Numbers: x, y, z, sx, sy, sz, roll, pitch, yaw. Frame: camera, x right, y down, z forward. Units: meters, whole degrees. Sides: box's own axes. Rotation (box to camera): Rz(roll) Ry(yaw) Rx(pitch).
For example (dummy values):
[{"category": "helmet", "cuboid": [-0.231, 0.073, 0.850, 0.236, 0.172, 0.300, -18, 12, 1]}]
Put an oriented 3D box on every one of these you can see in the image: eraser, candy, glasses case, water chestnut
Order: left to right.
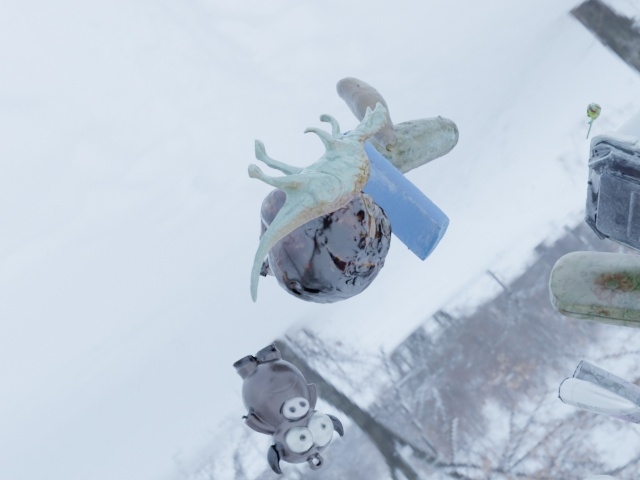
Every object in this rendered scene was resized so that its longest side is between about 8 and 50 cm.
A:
[{"category": "water chestnut", "cuboid": [0.000, 0.000, 1.856, 0.289, 0.244, 0.289, -22, 122, -42]}, {"category": "eraser", "cuboid": [0.151, -0.101, 2.038, 0.042, 0.312, 0.144, -36, 162, -31]}, {"category": "candy", "cuboid": [0.669, -0.293, 2.266, 0.123, 0.035, 0.035, 83, 29, -56]}, {"category": "glasses case", "cuboid": [0.672, 0.105, 1.818, 0.098, 0.425, 0.156, 72, 31, -46]}]

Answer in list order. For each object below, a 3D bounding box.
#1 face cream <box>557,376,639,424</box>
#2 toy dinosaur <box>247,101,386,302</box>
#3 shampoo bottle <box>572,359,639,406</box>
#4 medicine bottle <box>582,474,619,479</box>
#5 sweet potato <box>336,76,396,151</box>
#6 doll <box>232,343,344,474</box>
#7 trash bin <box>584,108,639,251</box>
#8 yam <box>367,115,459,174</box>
[{"category": "face cream", "cuboid": [0.559, 0.315, 1.763, 0.058, 0.092, 0.243, -61, -158, -9]}, {"category": "toy dinosaur", "cuboid": [-0.035, -0.086, 1.499, 0.092, 0.205, 0.393, 97, 13, -70]}, {"category": "shampoo bottle", "cuboid": [0.727, 0.367, 2.246, 0.072, 0.214, 0.072, -63, 174, -13]}, {"category": "medicine bottle", "cuboid": [0.635, 0.678, 1.977, 0.130, 0.341, 0.130, -3, 149, -2]}, {"category": "sweet potato", "cuboid": [0.108, -0.264, 1.863, 0.077, 0.244, 0.077, -16, 133, -18]}, {"category": "doll", "cuboid": [-0.065, 0.328, 1.779, 0.182, 0.257, 0.117, -22, 159, -32]}, {"category": "trash bin", "cuboid": [0.706, -0.147, 1.728, 0.367, 0.296, 0.256, -44, 142, -27]}, {"category": "yam", "cuboid": [0.199, -0.225, 2.209, 0.330, 0.133, 0.133, -21, 161, -30]}]
